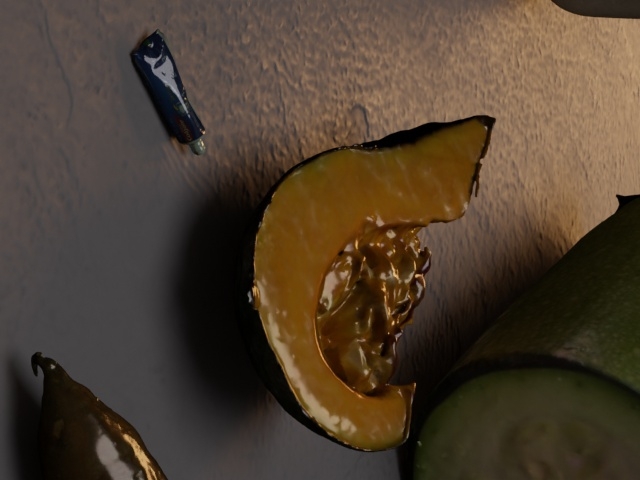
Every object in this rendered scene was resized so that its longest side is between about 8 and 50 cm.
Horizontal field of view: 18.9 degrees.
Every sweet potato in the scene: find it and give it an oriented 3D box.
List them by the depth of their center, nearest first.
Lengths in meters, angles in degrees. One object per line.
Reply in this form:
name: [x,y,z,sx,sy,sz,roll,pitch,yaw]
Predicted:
sweet potato: [-0.107,0.181,1.104,0.075,0.074,0.269,-54,137,-43]

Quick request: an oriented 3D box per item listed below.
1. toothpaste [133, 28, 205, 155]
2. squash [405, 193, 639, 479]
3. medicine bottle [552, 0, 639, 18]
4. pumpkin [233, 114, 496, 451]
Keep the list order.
toothpaste: [-0.090,-0.088,1.178,0.027,0.019,0.083,-43,124,-28]
squash: [0.263,0.124,1.526,0.384,0.263,0.263,-37,121,-52]
medicine bottle: [0.367,-0.288,1.572,0.282,0.375,0.123,-62,141,-36]
pumpkin: [-0.002,-0.002,1.261,0.163,0.111,0.278,40,57,-36]
